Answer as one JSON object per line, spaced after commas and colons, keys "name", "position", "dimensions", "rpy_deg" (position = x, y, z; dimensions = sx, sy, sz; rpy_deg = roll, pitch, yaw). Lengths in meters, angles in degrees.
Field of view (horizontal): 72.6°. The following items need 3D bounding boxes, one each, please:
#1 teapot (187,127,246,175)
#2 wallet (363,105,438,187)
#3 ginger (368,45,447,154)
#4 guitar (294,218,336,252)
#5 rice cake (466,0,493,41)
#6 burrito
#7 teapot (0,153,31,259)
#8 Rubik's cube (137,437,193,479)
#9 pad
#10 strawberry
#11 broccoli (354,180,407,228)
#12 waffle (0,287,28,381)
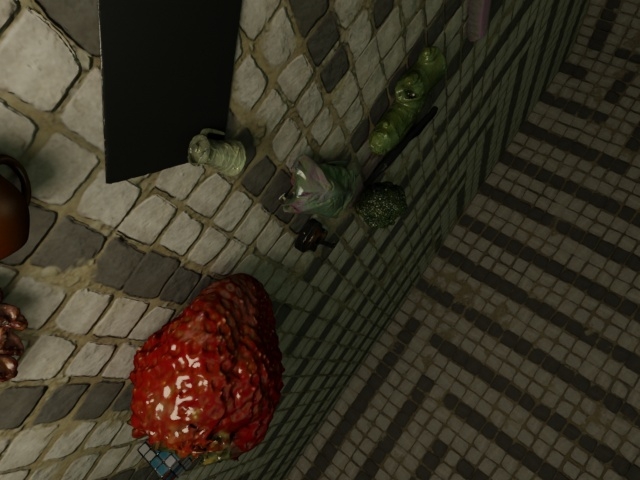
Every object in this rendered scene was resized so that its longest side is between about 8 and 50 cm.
{"name": "teapot", "position": [-0.156, -0.132, 0.643], "dimensions": [0.083, 0.057, 0.067], "rpy_deg": [-3, 85, -59]}
{"name": "wallet", "position": [0.228, -0.264, 1.225], "dimensions": [0.285, 0.030, 0.146], "rpy_deg": [-48, 177, -24]}
{"name": "ginger", "position": [0.211, -0.342, 1.079], "dimensions": [0.290, 0.089, 0.137], "rpy_deg": [-57, 176, 13]}
{"name": "guitar", "position": [0.000, 0.000, 1.170], "dimensions": [0.088, 0.025, 0.233], "rpy_deg": [-59, 158, 4]}
{"name": "rice cake", "position": [0.415, -0.657, 1.110], "dimensions": [0.072, 0.056, 0.365], "rpy_deg": [-56, 158, -7]}
{"name": "burrito", "position": [0.001, -0.108, 0.957], "dimensions": [0.229, 0.089, 0.143], "rpy_deg": [-12, 128, -62]}
{"name": "teapot", "position": [-0.326, -0.036, 0.385], "dimensions": [0.173, 0.116, 0.116], "rpy_deg": [-71, -178, -63]}
{"name": "Rubik's cube", "position": [-0.353, 0.497, 1.020], "dimensions": [0.092, 0.092, 0.092], "rpy_deg": [-43, 154, -31]}
{"name": "pad", "position": [-0.181, -0.223, 0.543], "dimensions": [0.202, 0.005, 0.299], "rpy_deg": [-31, 146, -46]}
{"name": "strawberry", "position": [-0.187, 0.218, 0.802], "dimensions": [0.312, 0.267, 0.351], "rpy_deg": [106, 5, -57]}
{"name": "broccoli", "position": [0.173, -0.105, 1.240], "dimensions": [0.146, 0.162, 0.138], "rpy_deg": [-29, 140, 1]}
{"name": "waffle", "position": [-0.428, 0.128, 0.445], "dimensions": [0.221, 0.055, 0.234], "rpy_deg": [-35, 144, -38]}
